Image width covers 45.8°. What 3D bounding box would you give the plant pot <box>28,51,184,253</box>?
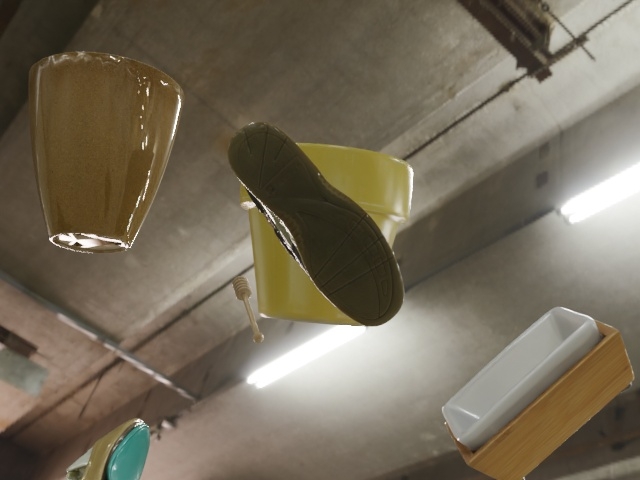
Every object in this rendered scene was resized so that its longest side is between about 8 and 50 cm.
[{"bbox_3d":[-0.336,-0.117,1.157,0.237,0.255,0.237,1,-17,0],"label":"plant pot"}]

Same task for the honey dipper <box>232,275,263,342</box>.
[{"bbox_3d":[-0.124,0.121,1.330,0.030,0.161,0.031,-10,-53,-14],"label":"honey dipper"}]

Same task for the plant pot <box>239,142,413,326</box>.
[{"bbox_3d":[0.000,0.000,1.109,0.253,0.239,0.254,6,-4,0],"label":"plant pot"}]

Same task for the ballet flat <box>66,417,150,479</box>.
[{"bbox_3d":[-0.242,0.265,0.783,0.073,0.232,0.080,0,-65,5],"label":"ballet flat"}]

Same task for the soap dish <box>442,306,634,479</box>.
[{"bbox_3d":[0.335,0.240,1.189,0.291,0.229,0.118,-42,-90,2],"label":"soap dish"}]

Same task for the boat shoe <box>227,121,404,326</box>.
[{"bbox_3d":[-0.003,-0.017,0.723,0.080,0.073,0.223,-40,-87,-1],"label":"boat shoe"}]
